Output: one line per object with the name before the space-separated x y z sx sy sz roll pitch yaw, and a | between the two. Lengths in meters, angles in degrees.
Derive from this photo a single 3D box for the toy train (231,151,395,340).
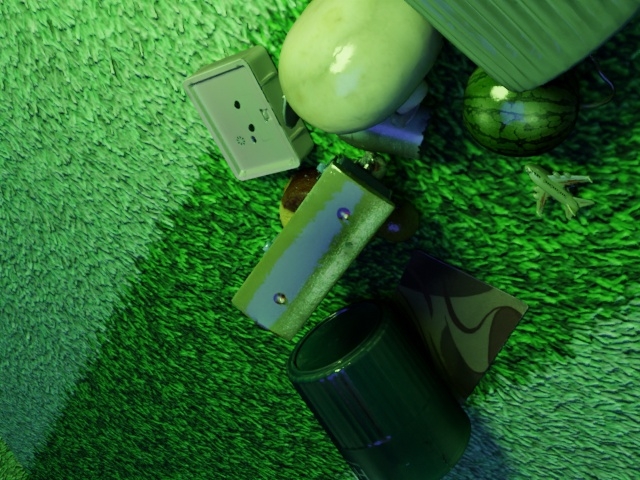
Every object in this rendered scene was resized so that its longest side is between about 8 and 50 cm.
toy train | 0.000 0.000 1.115 0.131 0.202 0.300 34 109 -6

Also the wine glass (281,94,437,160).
wine glass | 0.057 -0.186 1.092 0.222 0.103 0.103 19 134 15

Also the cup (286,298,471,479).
cup | 0.102 0.274 1.383 0.242 0.308 0.292 -31 109 10

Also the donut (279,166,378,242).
donut | 0.007 -0.037 1.270 0.184 0.073 0.166 43 133 -9

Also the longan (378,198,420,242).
longan | 0.125 -0.037 1.194 0.075 0.075 0.083 17 142 19

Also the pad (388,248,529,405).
pad | 0.221 0.171 1.359 0.219 0.004 0.330 27 136 10

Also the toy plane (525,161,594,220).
toy plane | 0.337 -0.075 1.053 0.111 0.040 0.102 42 134 -5

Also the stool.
stool | 0.177 -0.354 0.752 0.330 0.297 0.297 42 136 -13

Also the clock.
clock | -0.115 -0.206 1.207 0.150 0.063 0.197 -9 121 37

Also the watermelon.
watermelon | 0.276 -0.176 0.936 0.187 0.141 0.141 4 128 21

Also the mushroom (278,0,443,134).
mushroom | 0.063 -0.240 0.957 0.246 0.246 0.202 -17 137 40
